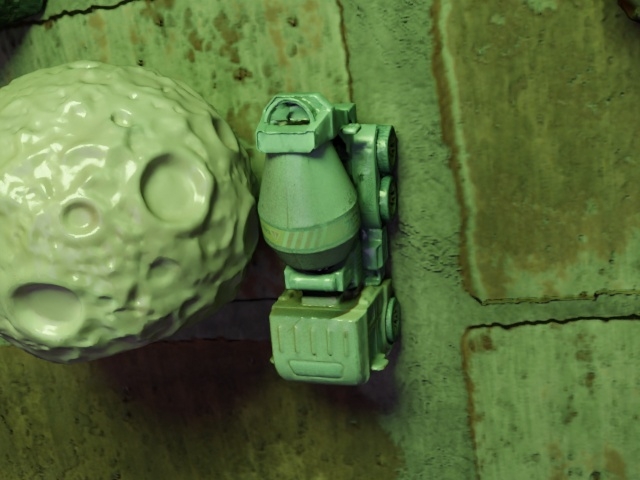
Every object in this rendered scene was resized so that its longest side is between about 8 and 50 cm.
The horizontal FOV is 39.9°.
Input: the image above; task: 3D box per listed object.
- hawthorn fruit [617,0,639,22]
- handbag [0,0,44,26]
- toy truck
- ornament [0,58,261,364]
[{"bbox_3d":[0.267,-0.222,0.557,0.185,0.185,0.202,35,110,4],"label":"hawthorn fruit"},{"bbox_3d":[-0.290,-0.273,0.716,0.089,0.175,0.270,26,116,6],"label":"handbag"},{"bbox_3d":[0.000,0.000,0.734,0.108,0.140,0.256,2,109,17],"label":"toy truck"},{"bbox_3d":[-0.180,-0.029,0.719,0.259,0.259,0.225,-15,96,22],"label":"ornament"}]
